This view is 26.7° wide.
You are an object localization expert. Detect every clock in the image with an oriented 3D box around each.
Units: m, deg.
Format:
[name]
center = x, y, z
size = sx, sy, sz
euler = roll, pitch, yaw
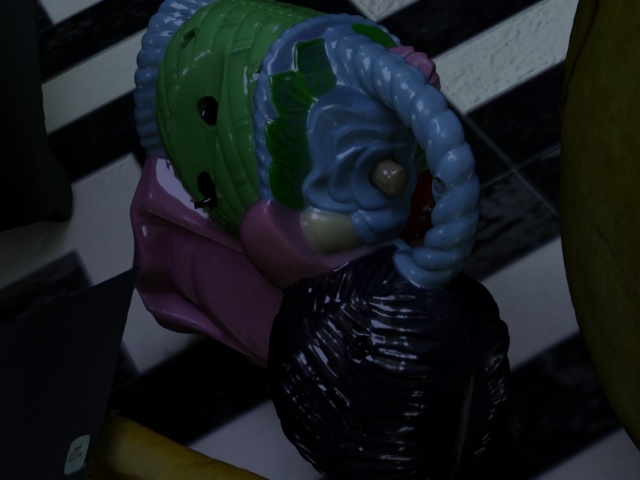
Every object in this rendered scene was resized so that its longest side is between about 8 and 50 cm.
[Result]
[clock]
center = 0.000, 0.000, 0.573
size = 0.100, 0.194, 0.195
euler = -18, 39, -32

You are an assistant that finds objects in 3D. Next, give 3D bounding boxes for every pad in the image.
[pad]
center = -0.163, 0.086, 0.628
size = 0.193, 0.004, 0.116
euler = -23, 41, 32

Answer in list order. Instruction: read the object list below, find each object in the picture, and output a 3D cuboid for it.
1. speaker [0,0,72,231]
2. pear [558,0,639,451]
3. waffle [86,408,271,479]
[speaker]
center = -0.263, -0.124, 0.713
size = 0.184, 0.254, 0.232
euler = -14, 63, 9
[pear]
center = 0.218, -0.034, 0.441
size = 0.303, 0.304, 0.304
euler = -11, 44, 11
[waffle]
center = -0.085, 0.180, 0.485
size = 0.248, 0.055, 0.221
euler = -45, 33, -24
